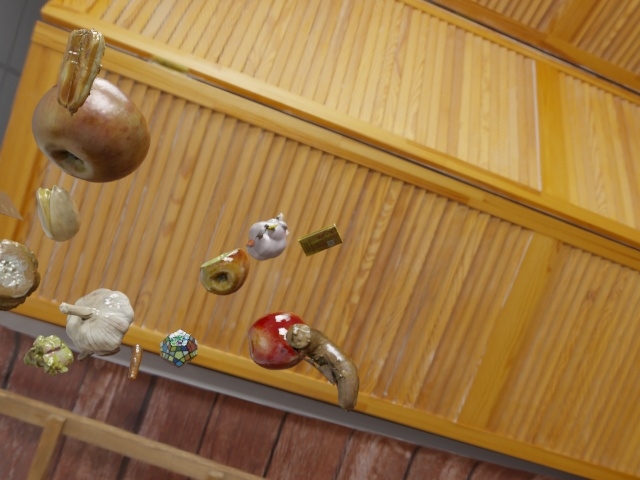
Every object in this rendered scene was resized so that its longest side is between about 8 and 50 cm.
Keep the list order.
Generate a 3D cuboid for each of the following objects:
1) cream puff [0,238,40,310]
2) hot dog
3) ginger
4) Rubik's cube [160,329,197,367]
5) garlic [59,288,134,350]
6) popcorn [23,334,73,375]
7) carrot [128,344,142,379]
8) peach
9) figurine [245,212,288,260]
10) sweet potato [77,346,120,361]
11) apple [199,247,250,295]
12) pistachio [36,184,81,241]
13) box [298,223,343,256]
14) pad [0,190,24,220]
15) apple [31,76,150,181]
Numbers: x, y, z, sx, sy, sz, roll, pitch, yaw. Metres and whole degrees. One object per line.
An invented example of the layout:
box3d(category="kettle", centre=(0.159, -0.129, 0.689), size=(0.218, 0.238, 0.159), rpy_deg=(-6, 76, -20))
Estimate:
box3d(category="cream puff", centre=(-0.725, 0.079, 1.125), size=(0.115, 0.150, 0.165), rpy_deg=(-22, 55, 41))
box3d(category="hot dog", centre=(-0.703, -0.496, 1.444), size=(0.072, 0.109, 0.269), rpy_deg=(28, -104, -81))
box3d(category="ginger", centre=(0.020, 0.372, 1.532), size=(0.107, 0.309, 0.133), rpy_deg=(-48, -3, 27))
box3d(category="Rubik's cube", centre=(-0.496, 0.380, 1.732), size=(0.133, 0.112, 0.133), rpy_deg=(-13, 70, 40))
box3d(category="garlic", centre=(-0.666, 0.209, 1.413), size=(0.226, 0.199, 0.199), rpy_deg=(59, -138, -59))
box3d(category="popcorn", centre=(-0.713, 0.306, 1.307), size=(0.097, 0.109, 0.089), rpy_deg=(-26, 37, 43))
box3d(category="carrot", centre=(-0.494, 0.323, 1.316), size=(0.032, 0.032, 0.093), rpy_deg=(120, 153, -53))
box3d(category="peach", centre=(-0.143, 0.358, 1.767), size=(0.243, 0.244, 0.199), rpy_deg=(-95, -4, -69))
box3d(category="figurine", centre=(-0.146, -0.010, 1.389), size=(0.137, 0.111, 0.229), rpy_deg=(-27, 13, 11))
box3d(category="sweet potato", centre=(-0.693, 0.341, 1.527), size=(0.214, 0.050, 0.050), rpy_deg=(-16, 45, 33))
box3d(category="apple", centre=(-0.355, 0.116, 1.856), size=(0.173, 0.195, 0.160), rpy_deg=(-101, -11, -64))
box3d(category="pistachio", centre=(-0.849, -0.083, 1.604), size=(0.145, 0.117, 0.200), rpy_deg=(-110, 23, -43))
box3d(category="box", centre=(0.000, 0.000, 1.920), size=(0.022, 0.156, 0.089), rpy_deg=(-102, -14, -57))
box3d(category="pad", centre=(-1.137, -0.137, 1.759), size=(0.004, 0.127, 0.190), rpy_deg=(-34, -4, -8))
box3d(category="apple", centre=(-0.833, -0.390, 1.792), size=(0.333, 0.400, 0.400), rpy_deg=(-49, -3, -29))
